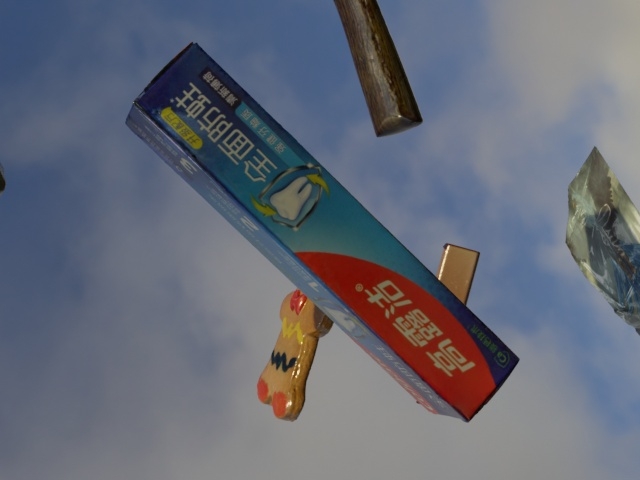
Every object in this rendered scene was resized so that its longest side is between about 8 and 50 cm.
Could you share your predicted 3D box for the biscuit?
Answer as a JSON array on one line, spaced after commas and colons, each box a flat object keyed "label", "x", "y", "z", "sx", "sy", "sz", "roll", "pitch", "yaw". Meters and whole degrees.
[{"label": "biscuit", "x": -0.028, "y": 0.110, "z": 1.442, "sx": 0.036, "sy": 0.165, "sz": 0.250, "roll": 20, "pitch": -92, "yaw": -21}]

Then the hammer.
[{"label": "hammer", "x": 0.045, "y": -0.308, "z": 1.389, "sx": 0.095, "sy": 0.242, "sz": 0.408, "roll": 4, "pitch": -120, "yaw": -47}]

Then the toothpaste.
[{"label": "toothpaste", "x": 0.000, "y": 0.000, "z": 0.764, "sx": 0.320, "sy": 0.076, "sz": 0.066, "roll": 43, "pitch": -103, "yaw": -9}]

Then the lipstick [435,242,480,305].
[{"label": "lipstick", "x": 0.148, "y": 0.077, "z": 1.267, "sx": 0.045, "sy": 0.045, "sz": 0.145, "roll": -8, "pitch": -66, "yaw": -86}]

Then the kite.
[{"label": "kite", "x": 0.315, "y": 0.065, "z": 1.020, "sx": 0.015, "sy": 0.169, "sz": 0.309, "roll": -19, "pitch": -117, "yaw": -12}]

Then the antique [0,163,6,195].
[{"label": "antique", "x": -0.442, "y": -0.066, "z": 0.961, "sx": 0.284, "sy": 0.125, "sz": 0.150, "roll": -8, "pitch": -116, "yaw": -48}]
